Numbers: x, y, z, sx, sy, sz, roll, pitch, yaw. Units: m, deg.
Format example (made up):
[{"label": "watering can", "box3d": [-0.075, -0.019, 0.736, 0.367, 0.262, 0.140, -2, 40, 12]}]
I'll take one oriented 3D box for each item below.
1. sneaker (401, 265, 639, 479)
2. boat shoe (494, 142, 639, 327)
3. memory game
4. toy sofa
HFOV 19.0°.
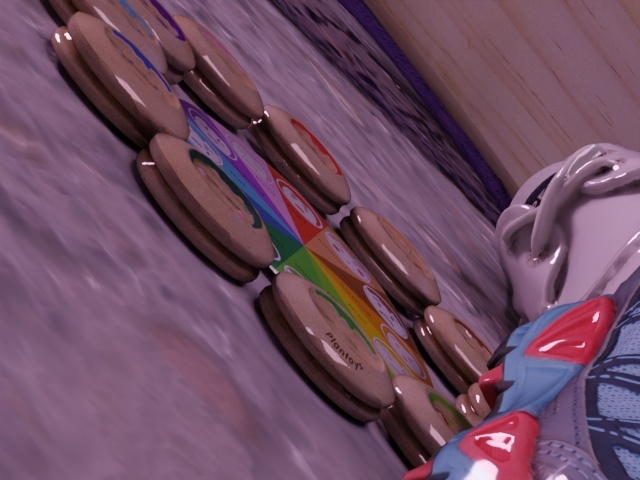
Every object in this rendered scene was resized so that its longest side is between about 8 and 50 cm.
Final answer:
[{"label": "sneaker", "box3d": [0.095, 0.037, 0.363, 0.104, 0.125, 0.262, 51, 14, -8]}, {"label": "boat shoe", "box3d": [0.107, 0.007, 0.681, 0.088, 0.096, 0.267, 46, 8, 7]}, {"label": "memory game", "box3d": [0.000, 0.000, 0.467, 0.186, 0.012, 0.186, 46, 10, -10]}, {"label": "toy sofa", "box3d": [0.041, -0.160, 0.914, 0.150, 0.177, 0.362, 21, -20, 52]}]
